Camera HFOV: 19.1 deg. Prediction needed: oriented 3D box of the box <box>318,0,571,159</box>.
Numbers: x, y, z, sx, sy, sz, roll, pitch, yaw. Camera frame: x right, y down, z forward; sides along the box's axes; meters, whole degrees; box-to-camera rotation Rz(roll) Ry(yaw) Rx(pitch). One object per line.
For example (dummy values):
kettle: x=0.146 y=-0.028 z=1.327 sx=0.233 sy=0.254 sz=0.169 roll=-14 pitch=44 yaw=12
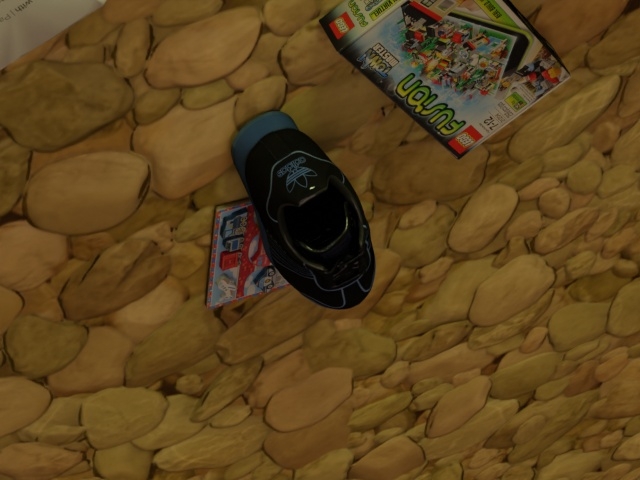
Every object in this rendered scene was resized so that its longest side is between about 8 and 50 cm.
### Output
box: x=0.097 y=-0.143 z=1.422 sx=0.114 sy=0.036 sz=0.207 roll=-37 pitch=146 yaw=13

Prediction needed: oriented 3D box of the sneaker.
sneaker: x=0.000 y=0.000 z=1.473 sx=0.081 sy=0.090 sz=0.232 roll=-34 pitch=142 yaw=-2

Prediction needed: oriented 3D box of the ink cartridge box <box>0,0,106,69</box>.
ink cartridge box: x=-0.236 y=-0.220 z=0.923 sx=0.114 sy=0.197 sz=0.273 roll=-32 pitch=146 yaw=8

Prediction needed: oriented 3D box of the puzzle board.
puzzle board: x=-0.044 y=0.005 z=1.540 sx=0.096 sy=0.011 sz=0.128 roll=-15 pitch=145 yaw=-19
